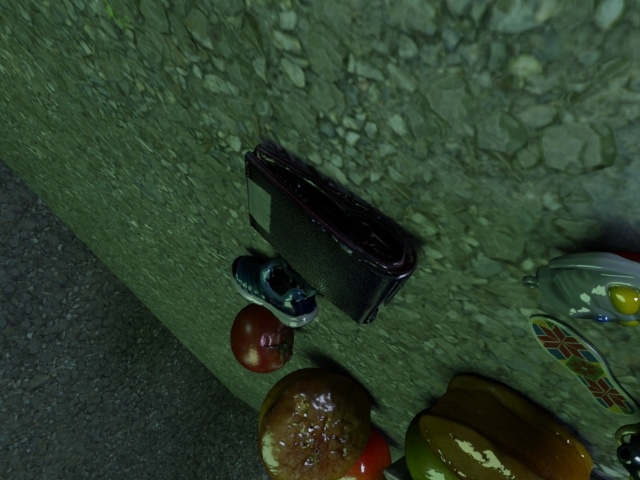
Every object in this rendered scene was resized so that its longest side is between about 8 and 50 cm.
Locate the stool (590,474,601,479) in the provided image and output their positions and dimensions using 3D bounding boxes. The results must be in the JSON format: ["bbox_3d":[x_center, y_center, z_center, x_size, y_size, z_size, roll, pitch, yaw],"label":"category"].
[{"bbox_3d":[0.458,0.442,0.721,0.110,0.096,0.096,25,151,32],"label":"stool"}]

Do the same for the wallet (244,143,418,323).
[{"bbox_3d":[0.000,0.000,0.638,0.262,0.071,0.221,37,158,10],"label":"wallet"}]

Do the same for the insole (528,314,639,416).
[{"bbox_3d":[0.321,0.155,0.537,0.193,0.006,0.065,46,152,-14],"label":"insole"}]

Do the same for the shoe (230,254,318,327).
[{"bbox_3d":[-0.087,0.076,0.844,0.207,0.091,0.106,27,129,30],"label":"shoe"}]

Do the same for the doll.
[{"bbox_3d":[0.271,0.043,0.366,0.194,0.062,0.104,3,176,38],"label":"doll"}]

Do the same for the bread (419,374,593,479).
[{"bbox_3d":[0.294,0.342,0.713,0.269,0.143,0.195,37,153,7],"label":"bread"}]

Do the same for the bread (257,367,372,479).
[{"bbox_3d":[-0.021,0.477,1.153,0.312,0.312,0.172,49,170,-20],"label":"bread"}]

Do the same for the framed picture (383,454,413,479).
[{"bbox_3d":[0.288,0.543,0.997,0.213,0.016,0.289,20,-179,33],"label":"framed picture"}]

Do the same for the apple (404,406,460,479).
[{"bbox_3d":[0.259,0.430,0.878,0.196,0.157,0.197,24,142,21],"label":"apple"}]

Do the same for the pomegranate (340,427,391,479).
[{"bbox_3d":[0.114,0.712,1.392,0.221,0.220,0.257,128,134,-63],"label":"pomegranate"}]

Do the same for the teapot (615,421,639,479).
[{"bbox_3d":[0.413,0.265,0.460,0.269,0.173,0.183,22,-163,-23],"label":"teapot"}]

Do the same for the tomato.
[{"bbox_3d":[-0.142,0.228,1.052,0.167,0.167,0.167,29,152,17],"label":"tomato"}]
